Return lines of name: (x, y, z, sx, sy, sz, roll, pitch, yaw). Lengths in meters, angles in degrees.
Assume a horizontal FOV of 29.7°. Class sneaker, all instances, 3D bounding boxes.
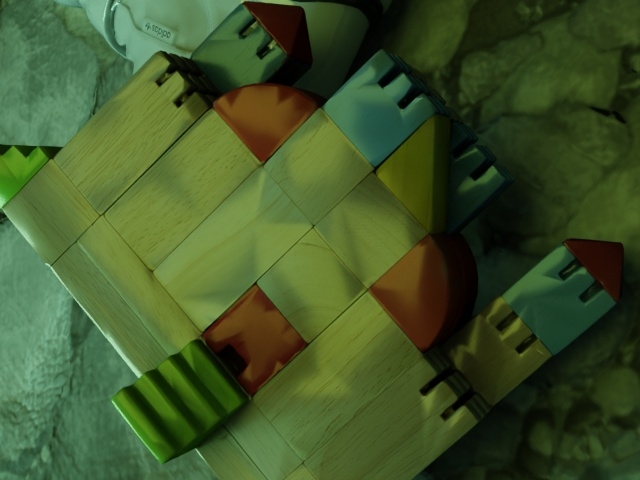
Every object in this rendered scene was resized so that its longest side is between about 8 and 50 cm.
sneaker: (-0.124, -0.146, 0.937, 0.365, 0.137, 0.210, 14, 83, 37)

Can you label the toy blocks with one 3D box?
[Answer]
toy blocks: (0.000, 0.000, 0.735, 0.261, 0.190, 0.381, -43, 80, 14)
